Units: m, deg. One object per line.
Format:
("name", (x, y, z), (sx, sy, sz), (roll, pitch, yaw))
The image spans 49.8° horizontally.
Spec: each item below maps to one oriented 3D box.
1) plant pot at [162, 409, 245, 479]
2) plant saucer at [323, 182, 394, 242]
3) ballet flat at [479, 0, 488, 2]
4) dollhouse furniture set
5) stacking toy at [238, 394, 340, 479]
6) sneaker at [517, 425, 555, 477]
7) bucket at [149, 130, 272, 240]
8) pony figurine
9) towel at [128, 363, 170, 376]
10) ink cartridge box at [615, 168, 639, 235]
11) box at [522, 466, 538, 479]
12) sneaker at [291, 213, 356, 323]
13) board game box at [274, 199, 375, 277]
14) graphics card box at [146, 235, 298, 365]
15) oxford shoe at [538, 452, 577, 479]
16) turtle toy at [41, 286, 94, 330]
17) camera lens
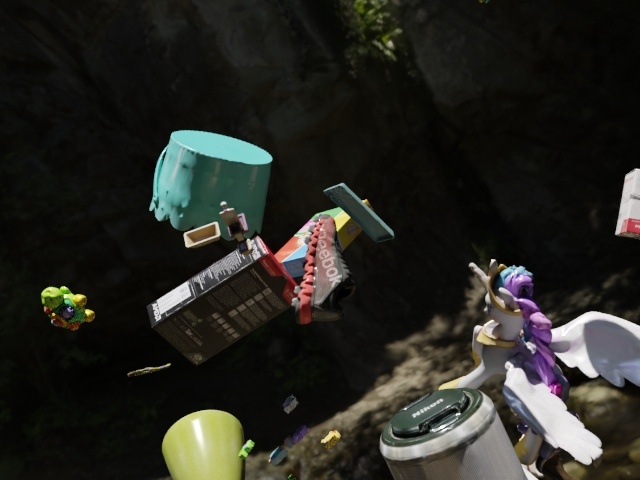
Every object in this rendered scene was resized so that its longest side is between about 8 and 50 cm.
("plant pot", (-0.350, 0.746, 2.199), (0.274, 0.293, 0.275), (-9, -59, -15))
("plant saucer", (0.093, -0.065, 1.614), (0.067, 0.192, 0.018), (-16, 39, 51))
("ballet flat", (0.287, -0.495, 1.085), (0.231, 0.077, 0.077), (-63, 0, 35))
("dollhouse furniture set", (-0.187, -0.013, 1.198), (0.114, 0.091, 0.081), (-20, -33, 2))
("stacking toy", (-0.081, 0.530, 1.779), (0.221, 0.167, 0.052), (-46, 10, -3))
("sneaker", (0.514, 0.454, 1.598), (0.069, 0.186, 0.084), (23, -6, -35))
("bucket", (-0.249, -0.136, 1.615), (0.281, 0.281, 0.183), (-10, -59, -55))
("pony figurine", (0.377, 0.235, 1.209), (0.302, 0.351, 0.364), (-32, -36, -30))
("towel", (-0.364, 0.277, 1.471), (0.060, 0.009, 0.083), (-18, -9, 18))
("ink cartridge box", (0.676, -0.075, 1.464), (0.056, 0.135, 0.099), (10, -1, 12))
("box", (0.382, 0.573, 1.424), (0.119, 0.182, 0.181), (-6, -61, -36))
("sneaker", (0.020, 0.066, 1.577), (0.135, 0.276, 0.098), (6, -28, 6))
("board game box", (0.000, 0.000, 2.187), (0.242, 0.064, 0.316), (-14, 23, 44))
("graphics card box", (-0.259, 0.173, 1.906), (0.370, 0.094, 0.233), (-34, -45, 2))
("oxford shoe", (0.571, 0.553, 1.698), (0.082, 0.227, 0.096), (-3, 55, 56))
("turtle toy", (-0.549, 0.143, 1.468), (0.130, 0.095, 0.066), (79, -152, -42))
("camera lens", (0.249, 0.422, 1.242), (0.219, 0.274, 0.219), (-25, 4, 2))
